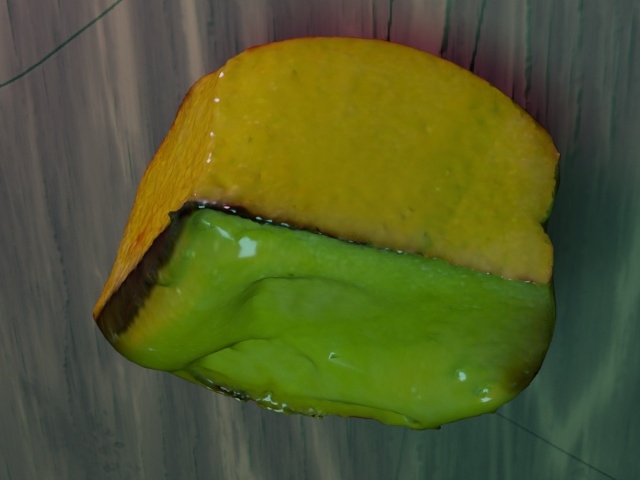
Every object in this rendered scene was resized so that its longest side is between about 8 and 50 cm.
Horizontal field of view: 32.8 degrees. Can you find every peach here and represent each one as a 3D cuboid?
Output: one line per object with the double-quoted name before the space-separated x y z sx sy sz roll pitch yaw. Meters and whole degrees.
"peach" 0.000 0.000 0.917 0.380 0.242 0.306 6 142 3
